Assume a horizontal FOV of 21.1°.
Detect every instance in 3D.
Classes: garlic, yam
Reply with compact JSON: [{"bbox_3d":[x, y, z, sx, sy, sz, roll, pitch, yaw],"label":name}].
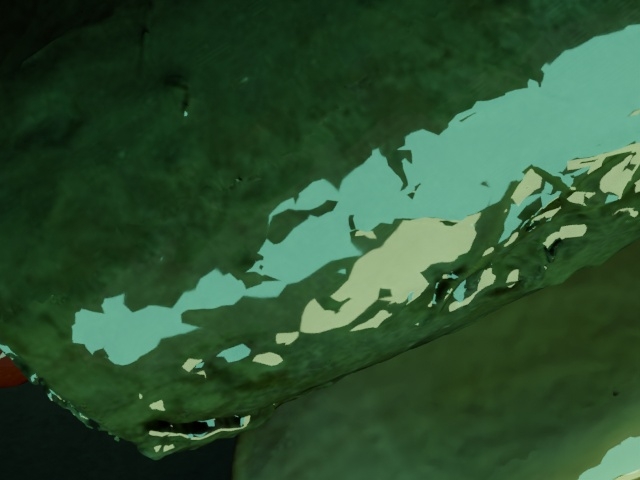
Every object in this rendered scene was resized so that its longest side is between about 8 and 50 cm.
[{"bbox_3d":[0.073,0.048,0.625,0.245,0.164,0.145,-27,118,8],"label":"garlic"},{"bbox_3d":[0.044,-0.069,0.474,0.304,0.168,0.168,-26,142,9],"label":"yam"}]

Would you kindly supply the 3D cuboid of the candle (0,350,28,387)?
[{"bbox_3d":[0.000,0.000,0.587,0.329,0.048,0.051,-16,153,16],"label":"candle"}]
